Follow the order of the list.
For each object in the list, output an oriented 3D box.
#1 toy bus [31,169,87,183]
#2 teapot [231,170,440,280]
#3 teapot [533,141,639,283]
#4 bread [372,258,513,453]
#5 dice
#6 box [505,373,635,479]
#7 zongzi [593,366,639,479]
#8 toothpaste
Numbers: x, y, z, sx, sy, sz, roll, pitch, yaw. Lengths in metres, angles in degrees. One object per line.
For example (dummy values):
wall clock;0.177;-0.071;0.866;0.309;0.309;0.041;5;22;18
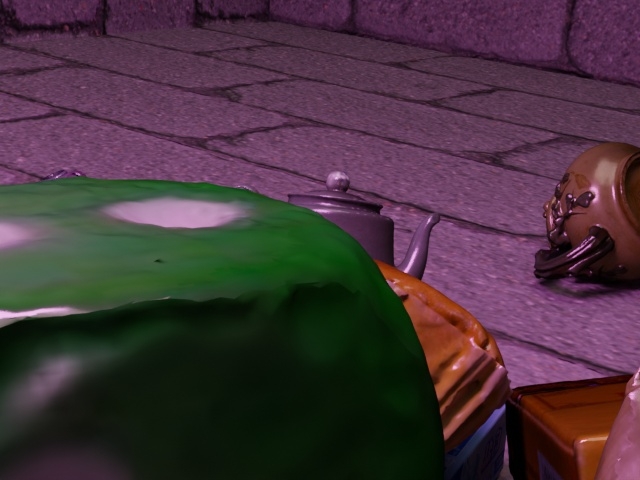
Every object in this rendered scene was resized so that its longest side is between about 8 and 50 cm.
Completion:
toy bus;-0.323;-0.006;1.244;0.178;0.086;0.098;-18;16;14
teapot;0.000;0.000;1.211;0.239;0.149;0.162;7;-1;9
teapot;0.346;-0.021;1.462;0.269;0.173;0.182;-39;8;-36
bread;0.023;0.090;0.868;0.152;0.119;0.288;38;-11;-6
dice;-0.129;0.129;0.625;0.300;0.297;0.287;-8;20;-30
box;0.257;0.137;0.695;0.264;0.115;0.415;-8;-5;3
zongzi;0.078;0.222;0.387;0.145;0.300;0.274;-12;4;44
toothpaste;0.074;0.190;0.851;0.053;0.066;0.272;13;20;23
